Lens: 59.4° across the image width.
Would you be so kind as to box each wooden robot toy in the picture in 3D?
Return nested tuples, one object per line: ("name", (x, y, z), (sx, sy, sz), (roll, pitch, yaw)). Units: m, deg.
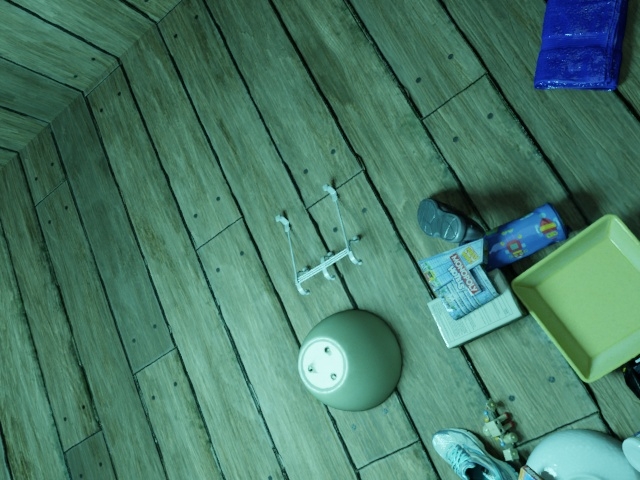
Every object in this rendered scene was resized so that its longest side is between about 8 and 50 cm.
("wooden robot toy", (0.506, 0.546, 1.614), (0.173, 0.076, 0.079), (64, 146, 19))

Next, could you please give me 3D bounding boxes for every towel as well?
("towel", (0.753, -0.589, 1.619), (0.227, 0.076, 0.309), (9, 87, 27))

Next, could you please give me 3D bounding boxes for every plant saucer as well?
("plant saucer", (0.750, 0.154, 1.510), (0.332, 0.081, 0.333), (-40, 72, 18))

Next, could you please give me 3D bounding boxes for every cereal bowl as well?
("cereal bowl", (0.691, 0.671, 1.447), (0.338, 0.141, 0.340), (-4, 82, 28))

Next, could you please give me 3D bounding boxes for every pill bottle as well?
("pill bottle", (0.843, 0.497, 1.382), (0.169, 0.094, 0.094), (-22, 70, -15))

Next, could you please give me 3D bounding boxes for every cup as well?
("cup", (0.058, 0.380, 1.757), (0.330, 0.237, 0.332), (-4, 81, 27))

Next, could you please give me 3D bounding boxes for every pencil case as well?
("pencil case", (0.554, -0.001, 1.618), (0.306, 0.133, 0.119), (-28, 104, 22))

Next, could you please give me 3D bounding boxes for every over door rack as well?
("over door rack", (0.000, 0.000, 1.923), (0.239, 0.108, 0.325), (-32, 56, 20))

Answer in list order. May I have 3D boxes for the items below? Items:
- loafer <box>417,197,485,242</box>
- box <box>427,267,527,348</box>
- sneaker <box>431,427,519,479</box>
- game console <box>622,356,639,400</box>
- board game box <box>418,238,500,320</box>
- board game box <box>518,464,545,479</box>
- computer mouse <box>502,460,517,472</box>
("loafer", (0.380, -0.052, 1.668), (0.095, 0.302, 0.109), (8, 104, -14))
("box", (0.457, 0.201, 1.636), (0.232, 0.126, 0.149), (-30, 69, 21))
("sneaker", (0.420, 0.620, 1.579), (0.283, 0.122, 0.110), (22, 96, 46))
("game console", (0.950, 0.311, 1.361), (0.361, 0.044, 0.213), (-34, 52, 6))
("board game box", (0.407, 0.092, 1.575), (0.194, 0.060, 0.194), (-36, 64, 20))
("board game box", (0.559, 0.736, 1.455), (0.145, 0.027, 0.282), (36, 132, 49))
("computer mouse", (0.471, 0.725, 1.608), (0.071, 0.041, 0.242), (43, 103, 24))
